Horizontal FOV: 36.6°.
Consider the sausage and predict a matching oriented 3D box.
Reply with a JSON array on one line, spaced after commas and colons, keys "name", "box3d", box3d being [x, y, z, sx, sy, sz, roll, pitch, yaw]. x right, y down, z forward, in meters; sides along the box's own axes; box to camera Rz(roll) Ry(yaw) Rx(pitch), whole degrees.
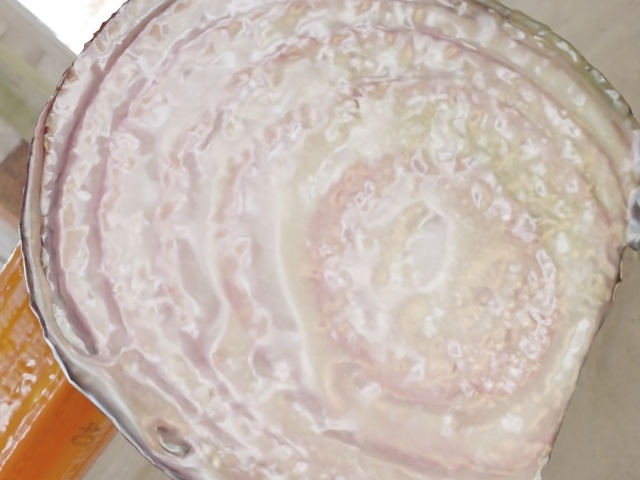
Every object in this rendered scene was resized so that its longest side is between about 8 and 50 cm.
[{"name": "sausage", "box3d": [-0.185, 0.131, 0.501, 0.312, 0.093, 0.093, -52, 12, 19]}]

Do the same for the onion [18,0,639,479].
[{"name": "onion", "box3d": [0.000, 0.000, 0.431, 0.250, 0.247, 0.111, -63, 3, -16]}]
